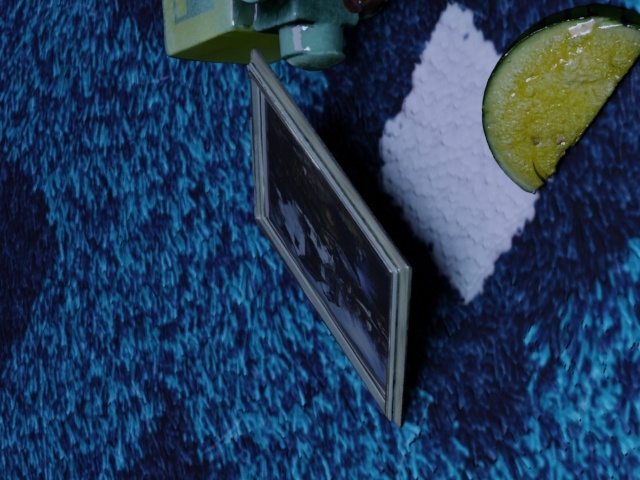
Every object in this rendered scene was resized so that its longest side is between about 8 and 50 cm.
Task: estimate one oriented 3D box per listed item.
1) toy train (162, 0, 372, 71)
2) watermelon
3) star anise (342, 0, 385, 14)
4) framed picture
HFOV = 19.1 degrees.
[{"bbox_3d":[-0.052,-0.345,1.778,0.253,0.160,0.397,-10,81,57],"label":"toy train"},{"bbox_3d":[0.191,-0.135,1.554,0.092,0.075,0.181,31,124,-1],"label":"watermelon"},{"bbox_3d":[0.074,-0.293,1.617,0.220,0.126,0.190,-32,72,1],"label":"star anise"},{"bbox_3d":[0.000,0.000,1.712,0.296,0.019,0.232,56,158,36],"label":"framed picture"}]
